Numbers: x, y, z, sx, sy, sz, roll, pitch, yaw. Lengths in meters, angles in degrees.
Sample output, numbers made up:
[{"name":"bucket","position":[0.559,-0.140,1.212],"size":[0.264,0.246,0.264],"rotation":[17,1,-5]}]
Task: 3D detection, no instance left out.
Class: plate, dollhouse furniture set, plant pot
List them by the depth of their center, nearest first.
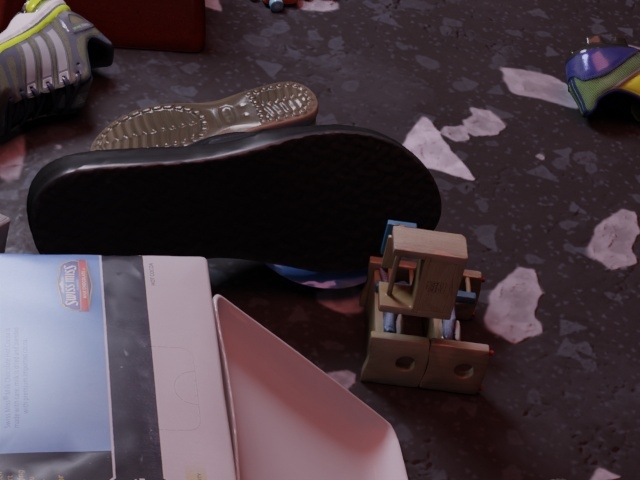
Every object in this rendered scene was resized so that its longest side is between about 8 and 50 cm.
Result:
[{"name":"plate","position":[-0.005,0.216,1.461],"size":[0.278,0.045,0.277],"rotation":[39,24,-36]},{"name":"dollhouse furniture set","position":[0.120,0.045,1.683],"size":[0.129,0.184,0.129],"rotation":[8,40,-6]},{"name":"plant pot","position":[-0.275,-0.422,2.094],"size":[0.267,0.236,0.267],"rotation":[2,40,-12]}]

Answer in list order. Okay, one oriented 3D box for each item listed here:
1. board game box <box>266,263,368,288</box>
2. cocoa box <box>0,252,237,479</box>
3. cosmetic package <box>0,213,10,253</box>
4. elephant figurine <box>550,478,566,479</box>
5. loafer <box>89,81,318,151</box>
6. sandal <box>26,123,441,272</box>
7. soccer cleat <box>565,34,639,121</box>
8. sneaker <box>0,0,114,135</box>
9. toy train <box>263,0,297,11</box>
[{"name":"board game box","position":[0.000,0.000,1.826],"size":[0.133,0.033,0.169],"rotation":[10,47,-5]},{"name":"cocoa box","position":[-0.202,0.203,1.375],"size":[0.227,0.231,0.347],"rotation":[1,41,-12]},{"name":"cosmetic package","position":[-0.420,0.038,1.592],"size":[0.127,0.107,0.238],"rotation":[23,28,14]},{"name":"elephant figurine","position":[0.254,0.301,1.456],"size":[0.239,0.169,0.186],"rotation":[-18,75,-52]},{"name":"loafer","position":[-0.130,-0.105,1.876],"size":[0.268,0.092,0.102],"rotation":[-12,41,-3]},{"name":"sandal","position":[-0.088,-0.058,1.733],"size":[0.445,0.168,0.107],"rotation":[-1,30,-15]},{"name":"soccer cleat","position":[0.457,-0.202,2.160],"size":[0.289,0.093,0.121],"rotation":[0,71,-21]},{"name":"sneaker","position":[-0.336,-0.184,1.904],"size":[0.121,0.111,0.300],"rotation":[26,46,1]},{"name":"toy train","position":[-0.043,-0.380,2.252],"size":[0.125,0.046,0.166],"rotation":[1,41,-14]}]
